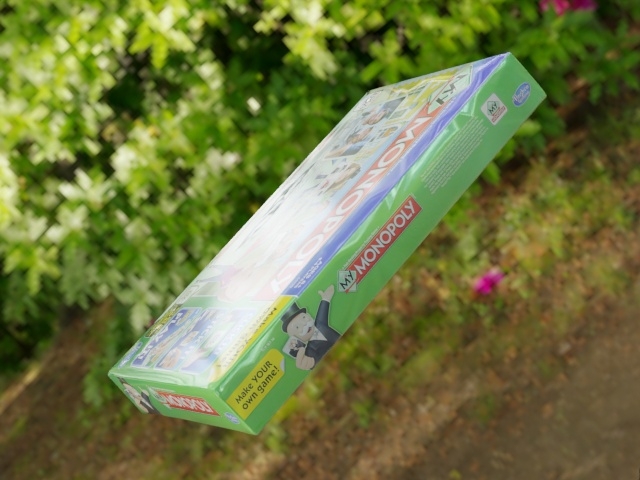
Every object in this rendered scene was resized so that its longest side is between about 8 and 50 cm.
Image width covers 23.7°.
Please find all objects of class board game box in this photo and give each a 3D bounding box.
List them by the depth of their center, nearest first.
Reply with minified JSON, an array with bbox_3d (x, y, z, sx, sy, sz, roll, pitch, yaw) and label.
[{"bbox_3d":[0.000,0.000,1.092,0.317,0.046,0.213,-48,17,-20],"label":"board game box"}]

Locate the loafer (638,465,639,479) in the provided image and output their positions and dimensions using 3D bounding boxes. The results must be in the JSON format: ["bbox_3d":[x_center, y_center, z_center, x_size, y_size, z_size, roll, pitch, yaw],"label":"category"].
[{"bbox_3d":[0.127,0.111,0.370,0.078,0.220,0.080,-5,13,-5],"label":"loafer"}]
